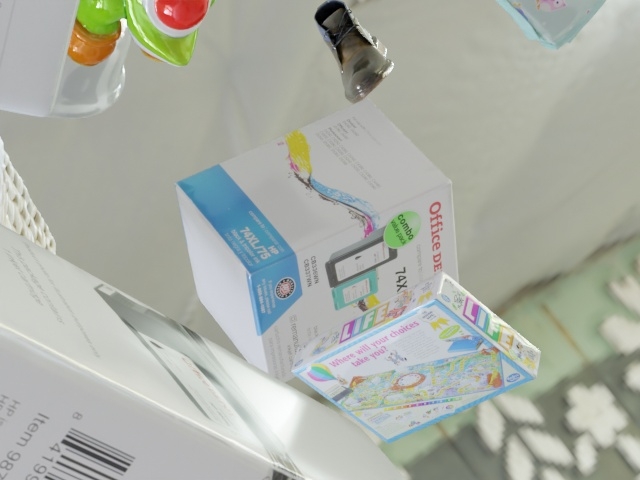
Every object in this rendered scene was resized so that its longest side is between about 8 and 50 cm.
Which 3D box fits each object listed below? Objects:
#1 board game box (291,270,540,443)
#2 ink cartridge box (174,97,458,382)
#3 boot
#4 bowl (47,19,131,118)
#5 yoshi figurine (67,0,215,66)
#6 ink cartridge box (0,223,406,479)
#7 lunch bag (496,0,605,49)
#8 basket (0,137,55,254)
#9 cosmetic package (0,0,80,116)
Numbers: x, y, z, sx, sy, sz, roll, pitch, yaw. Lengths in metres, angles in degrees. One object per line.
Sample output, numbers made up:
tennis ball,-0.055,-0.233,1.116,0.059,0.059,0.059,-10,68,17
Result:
board game box,0.068,0.088,1.239,0.154,0.103,0.026,-29,32,40
ink cartridge box,0.000,0.000,2.043,0.270,0.197,0.198,-25,-45,-17
boot,0.034,-0.252,2.275,0.082,0.106,0.219,-41,15,11
bowl,-0.327,-0.285,1.935,0.298,0.298,0.134,-13,-35,-51
yoshi figurine,-0.157,-0.323,1.700,0.362,0.203,0.204,-40,20,57
ink cartridge box,-0.155,0.176,0.910,0.395,0.166,0.285,33,-80,-39
lunch bag,0.273,-0.400,2.149,0.160,0.223,0.262,-7,52,48
basket,-0.486,0.078,1.936,0.328,0.331,0.266,-9,-32,7
cosmetic package,-0.415,-0.331,1.507,0.393,0.327,0.329,11,-77,-23
